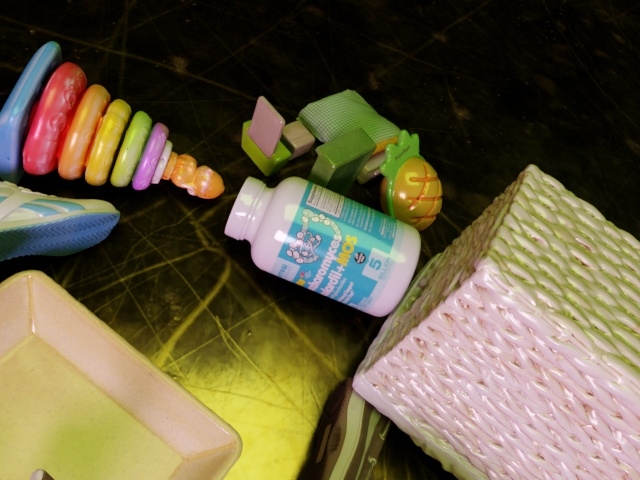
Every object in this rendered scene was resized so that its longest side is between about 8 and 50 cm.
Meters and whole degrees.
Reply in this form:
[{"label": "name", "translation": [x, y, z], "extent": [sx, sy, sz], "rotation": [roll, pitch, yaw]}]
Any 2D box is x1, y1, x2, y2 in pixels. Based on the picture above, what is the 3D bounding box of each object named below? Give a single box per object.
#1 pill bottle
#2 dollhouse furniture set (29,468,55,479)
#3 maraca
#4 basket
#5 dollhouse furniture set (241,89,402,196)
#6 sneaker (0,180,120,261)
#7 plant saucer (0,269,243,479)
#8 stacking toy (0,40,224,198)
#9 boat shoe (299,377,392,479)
[{"label": "pill bottle", "translation": [0.000, 0.000, 0.738], "extent": [0.264, 0.146, 0.146], "rotation": [22, 54, -5]}, {"label": "dollhouse furniture set", "translation": [-0.301, 0.254, 0.378], "extent": [0.151, 0.123, 0.144], "rotation": [10, 56, -14]}, {"label": "maraca", "translation": [0.148, -0.092, 0.848], "extent": [0.099, 0.185, 0.127], "rotation": [12, 47, 40]}, {"label": "basket", "translation": [0.284, 0.134, 0.651], "extent": [0.331, 0.266, 0.328], "rotation": [40, 41, 6]}, {"label": "dollhouse furniture set", "translation": [0.043, -0.202, 0.879], "extent": [0.301, 0.151, 0.197], "rotation": [-31, 73, -33]}, {"label": "sneaker", "translation": [-0.367, -0.031, 0.634], "extent": [0.229, 0.087, 0.092], "rotation": [-10, 57, -49]}, {"label": "plant saucer", "translation": [-0.307, 0.244, 0.509], "extent": [0.333, 0.081, 0.332], "rotation": [37, 55, 5]}, {"label": "stacking toy", "translation": [-0.281, -0.133, 0.733], "extent": [0.302, 0.175, 0.165], "rotation": [20, 56, -21]}, {"label": "boat shoe", "translation": [0.031, 0.293, 0.596], "extent": [0.095, 0.095, 0.257], "rotation": [31, 53, -7]}]
